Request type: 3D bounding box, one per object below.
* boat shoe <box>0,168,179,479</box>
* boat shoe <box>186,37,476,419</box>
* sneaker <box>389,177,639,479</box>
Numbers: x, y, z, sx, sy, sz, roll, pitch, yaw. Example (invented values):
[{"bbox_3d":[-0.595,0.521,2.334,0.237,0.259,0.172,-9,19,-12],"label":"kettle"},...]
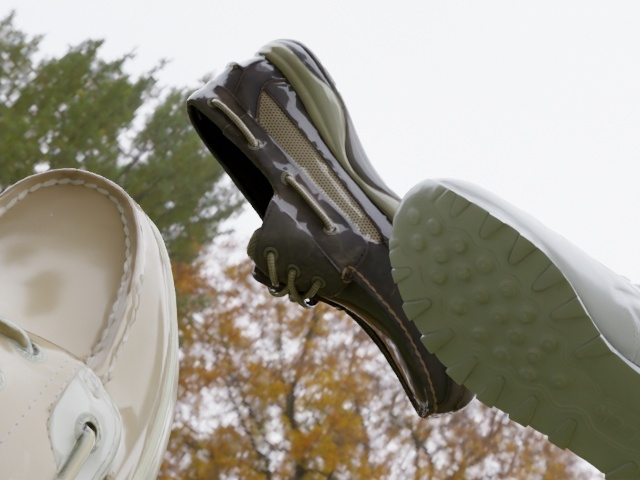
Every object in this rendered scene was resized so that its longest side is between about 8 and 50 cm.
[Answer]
[{"bbox_3d":[-0.117,0.064,0.312,0.109,0.302,0.098,8,-48,8],"label":"boat shoe"},{"bbox_3d":[0.000,0.000,0.857,0.355,0.130,0.132,59,-15,22],"label":"boat shoe"},{"bbox_3d":[0.137,0.048,0.543,0.235,0.095,0.090,42,-51,1],"label":"sneaker"}]
